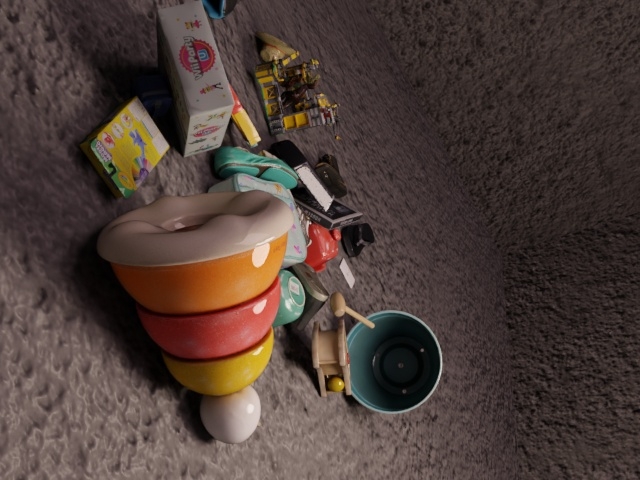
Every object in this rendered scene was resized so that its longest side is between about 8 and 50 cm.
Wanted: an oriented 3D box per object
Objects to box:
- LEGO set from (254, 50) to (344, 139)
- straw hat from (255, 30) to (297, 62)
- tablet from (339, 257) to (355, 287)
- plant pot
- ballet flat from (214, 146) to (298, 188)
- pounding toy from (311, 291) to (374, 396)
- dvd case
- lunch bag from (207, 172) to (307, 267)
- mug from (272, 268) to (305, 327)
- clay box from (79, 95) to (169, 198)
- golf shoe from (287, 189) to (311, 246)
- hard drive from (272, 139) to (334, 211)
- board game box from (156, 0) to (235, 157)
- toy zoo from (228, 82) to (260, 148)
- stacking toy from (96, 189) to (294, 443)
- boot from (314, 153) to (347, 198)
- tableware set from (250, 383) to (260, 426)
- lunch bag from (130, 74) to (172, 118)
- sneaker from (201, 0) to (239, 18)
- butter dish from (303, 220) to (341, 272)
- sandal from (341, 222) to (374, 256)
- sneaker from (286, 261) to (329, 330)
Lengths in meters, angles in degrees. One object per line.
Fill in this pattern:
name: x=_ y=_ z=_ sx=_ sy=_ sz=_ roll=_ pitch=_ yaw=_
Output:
LEGO set: x=-0.031 y=-0.424 z=2.297 sx=0.331 sy=0.192 sz=0.255 roll=-4 pitch=85 yaw=-69
straw hat: x=-0.141 y=-0.553 z=2.345 sx=0.144 sy=0.144 sz=0.061 roll=29 pitch=89 yaw=-58
tablet: x=0.082 y=0.099 z=2.412 sx=0.083 sy=0.006 sz=0.054 roll=62 pitch=25 yaw=-19
plant pot: x=0.210 y=0.342 z=2.218 sx=0.255 sy=0.271 sz=0.271 roll=41 pitch=34 yaw=-74
ballet flat: x=-0.156 y=-0.188 z=1.950 sx=0.247 sy=0.083 sz=0.087 roll=8 pitch=56 yaw=-43
pounding toy: x=0.060 y=0.272 z=1.941 sx=0.154 sy=0.155 sz=0.269 roll=-90 pitch=173 yaw=-54
dvd case: x=0.000 y=-0.095 z=2.217 sx=0.179 sy=0.029 sz=0.239 roll=31 pitch=17 yaw=15
lunch bag: x=-0.146 y=-0.045 z=1.889 sx=0.279 sy=0.108 sz=0.224 roll=12 pitch=61 yaw=-63
mug: x=-0.100 y=0.139 z=1.862 sx=0.129 sy=0.097 sz=0.158 roll=64 pitch=24 yaw=-15
clay box: x=-0.381 y=-0.177 z=1.541 sx=0.127 sy=0.053 sz=0.222 roll=60 pitch=27 yaw=-24
golf shoe: x=-0.076 y=-0.068 z=2.079 sx=0.094 sy=0.077 sz=0.198 roll=-11 pitch=91 yaw=-42
hard drive: x=-0.045 y=-0.184 z=2.145 sx=0.172 sy=0.054 sz=0.254 roll=52 pitch=1 yaw=-26
board game box: x=-0.268 y=-0.325 z=1.656 sx=0.303 sy=0.097 sz=0.224 roll=144 pitch=-71 yaw=-76
toy zoo: x=-0.225 y=-0.346 z=1.922 sx=0.293 sy=0.030 sz=0.192 roll=60 pitch=-4 yaw=-31
stacking toy: x=-0.198 y=0.166 z=1.466 sx=0.350 sy=0.350 sz=0.480 roll=-44 pitch=130 yaw=-65
boot: x=0.015 y=-0.227 z=2.453 sx=0.198 sy=0.077 sz=0.137 roll=55 pitch=20 yaw=-62
tableware set: x=-0.163 y=0.295 z=1.674 sx=0.128 sy=0.039 sz=0.194 roll=44 pitch=34 yaw=-46
lunch bag: x=-0.352 y=-0.292 z=1.650 sx=0.067 sy=0.098 sz=0.065 roll=-10 pitch=77 yaw=-26
sneaker: x=-0.315 y=-0.727 z=2.030 sx=0.341 sy=0.125 sz=0.139 roll=53 pitch=34 yaw=-31
butter dish: x=0.000 y=0.000 z=2.166 sx=0.160 sy=0.118 sz=0.160 roll=-16 pitch=86 yaw=-68
sandal: x=0.130 y=-0.015 z=2.545 sx=0.097 sy=0.054 sz=0.254 roll=68 pitch=23 yaw=-6
sneaker: x=-0.063 y=0.126 z=2.001 sx=0.083 sy=0.118 sz=0.222 roll=27 pitch=15 yaw=-27
